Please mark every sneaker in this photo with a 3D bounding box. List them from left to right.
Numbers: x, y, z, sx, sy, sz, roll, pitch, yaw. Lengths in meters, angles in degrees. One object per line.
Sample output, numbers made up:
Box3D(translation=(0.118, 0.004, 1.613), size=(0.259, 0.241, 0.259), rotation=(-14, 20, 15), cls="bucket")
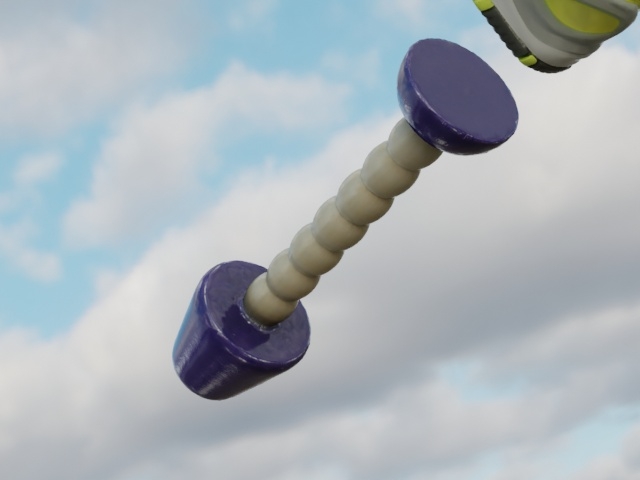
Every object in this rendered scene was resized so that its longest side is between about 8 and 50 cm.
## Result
Box3D(translation=(0.134, -0.314, 1.377), size=(0.147, 0.145, 0.384), rotation=(-29, -62, 28), cls="sneaker")

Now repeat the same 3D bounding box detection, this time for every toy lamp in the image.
Box3D(translation=(0.000, 0.000, 0.980), size=(0.080, 0.080, 0.274), rotation=(-5, -34, -42), cls="toy lamp")
